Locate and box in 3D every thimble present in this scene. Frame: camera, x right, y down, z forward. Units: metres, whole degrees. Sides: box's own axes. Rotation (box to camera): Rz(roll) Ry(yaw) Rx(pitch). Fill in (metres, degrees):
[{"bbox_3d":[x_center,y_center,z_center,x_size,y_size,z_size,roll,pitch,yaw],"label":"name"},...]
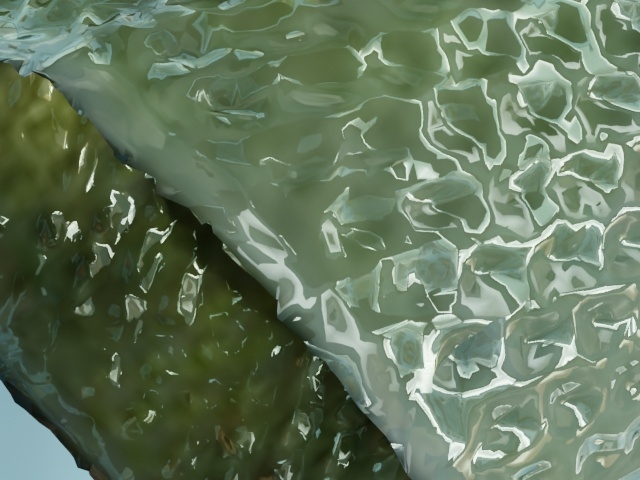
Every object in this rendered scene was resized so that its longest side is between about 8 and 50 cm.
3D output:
[{"bbox_3d":[0.000,0.000,0.546,0.271,0.150,0.271,40,-22,19],"label":"thimble"}]
